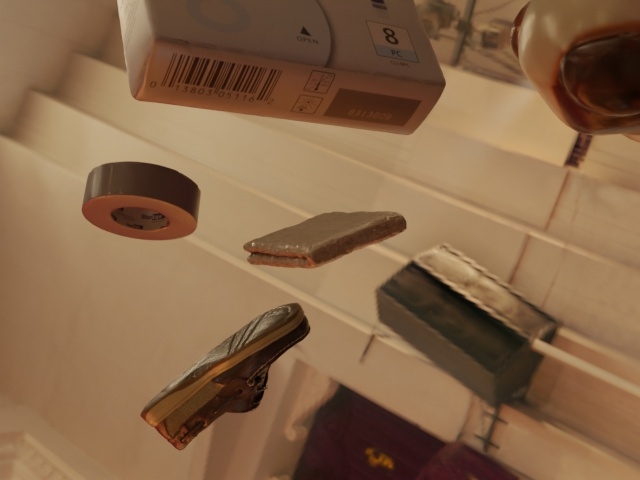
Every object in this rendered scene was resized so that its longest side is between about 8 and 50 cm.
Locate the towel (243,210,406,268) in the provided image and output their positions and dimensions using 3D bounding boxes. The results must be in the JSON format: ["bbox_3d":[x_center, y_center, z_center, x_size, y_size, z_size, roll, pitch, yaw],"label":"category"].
[{"bbox_3d":[0.000,0.000,1.594,0.187,0.282,0.049,-23,-79,-24],"label":"towel"}]

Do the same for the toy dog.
[{"bbox_3d":[0.380,-0.269,0.915,0.395,0.284,0.408,32,-74,-33],"label":"toy dog"}]

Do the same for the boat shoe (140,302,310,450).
[{"bbox_3d":[-0.089,0.145,0.981,0.224,0.073,0.080,-35,9,22],"label":"boat shoe"}]

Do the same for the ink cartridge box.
[{"bbox_3d":[-0.062,-0.295,1.000,0.308,0.384,0.091,3,-35,-26],"label":"ink cartridge box"}]

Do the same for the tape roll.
[{"bbox_3d":[-0.342,-0.073,1.805,0.219,0.219,0.072,38,-129,-55],"label":"tape roll"}]
